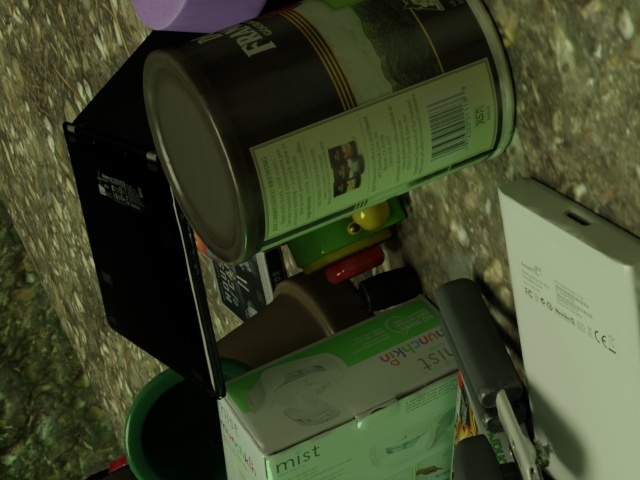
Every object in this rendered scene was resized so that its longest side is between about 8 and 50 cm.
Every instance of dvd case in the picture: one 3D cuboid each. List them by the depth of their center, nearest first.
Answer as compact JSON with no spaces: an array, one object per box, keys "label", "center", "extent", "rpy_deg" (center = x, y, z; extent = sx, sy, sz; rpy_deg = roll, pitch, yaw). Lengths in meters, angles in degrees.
[{"label":"dvd case","center":[-0.101,0.050,2.408],"extent":[0.239,0.030,0.179],"rpy_deg":[35,142,56]}]

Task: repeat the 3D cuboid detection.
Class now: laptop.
[{"label":"laptop","center":[-0.117,-0.086,1.921],"extent":[0.382,0.236,0.407],"rpy_deg":[-159,55,-65]}]

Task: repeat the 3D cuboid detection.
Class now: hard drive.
[{"label":"hard drive","center":[0.243,0.114,1.542],"extent":[0.203,0.040,0.307],"rpy_deg":[38,145,56]}]

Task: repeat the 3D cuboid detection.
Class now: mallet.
[{"label":"mallet","center":[0.070,0.057,1.963],"extent":[0.189,0.062,0.039],"rpy_deg":[134,118,-85]}]

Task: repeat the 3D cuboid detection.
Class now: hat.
[{"label":"hat","center":[-0.166,0.197,2.023],"extent":[0.183,0.209,0.173],"rpy_deg":[-135,24,-68]}]

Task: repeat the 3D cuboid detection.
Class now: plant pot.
[{"label":"plant pot","center":[-0.052,0.191,2.132],"extent":[0.263,0.229,0.263],"rpy_deg":[54,158,34]}]

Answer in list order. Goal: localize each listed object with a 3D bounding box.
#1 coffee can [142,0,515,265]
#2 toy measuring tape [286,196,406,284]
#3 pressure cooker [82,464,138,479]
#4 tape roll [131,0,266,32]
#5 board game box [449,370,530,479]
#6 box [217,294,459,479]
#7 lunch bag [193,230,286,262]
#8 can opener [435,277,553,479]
[{"label":"coffee can","center":[0.006,-0.119,1.558],"extent":[0.201,0.275,0.201],"rpy_deg":[52,155,37]},{"label":"toy measuring tape","center":[0.000,0.000,1.955],"extent":[0.121,0.121,0.330],"rpy_deg":[66,161,3]},{"label":"pressure cooker","center":[-0.133,0.483,2.084],"extent":[0.420,0.370,0.375],"rpy_deg":[17,94,40]},{"label":"tape roll","center":[-0.124,-0.352,1.789],"extent":[0.275,0.090,0.274],"rpy_deg":[-179,90,-66]},{"label":"board game box","center":[0.181,0.296,1.802],"extent":[0.305,0.053,0.193],"rpy_deg":[89,170,-46]},{"label":"box","center":[0.036,0.221,1.879],"extent":[0.127,0.262,0.231],"rpy_deg":[49,155,43]},{"label":"lunch bag","center":[-0.150,-0.121,2.209],"extent":[0.293,0.120,0.258],"rpy_deg":[30,138,61]},{"label":"can opener","center":[0.155,0.151,1.659],"extent":[0.280,0.093,0.074],"rpy_deg":[-104,2,-46]}]
